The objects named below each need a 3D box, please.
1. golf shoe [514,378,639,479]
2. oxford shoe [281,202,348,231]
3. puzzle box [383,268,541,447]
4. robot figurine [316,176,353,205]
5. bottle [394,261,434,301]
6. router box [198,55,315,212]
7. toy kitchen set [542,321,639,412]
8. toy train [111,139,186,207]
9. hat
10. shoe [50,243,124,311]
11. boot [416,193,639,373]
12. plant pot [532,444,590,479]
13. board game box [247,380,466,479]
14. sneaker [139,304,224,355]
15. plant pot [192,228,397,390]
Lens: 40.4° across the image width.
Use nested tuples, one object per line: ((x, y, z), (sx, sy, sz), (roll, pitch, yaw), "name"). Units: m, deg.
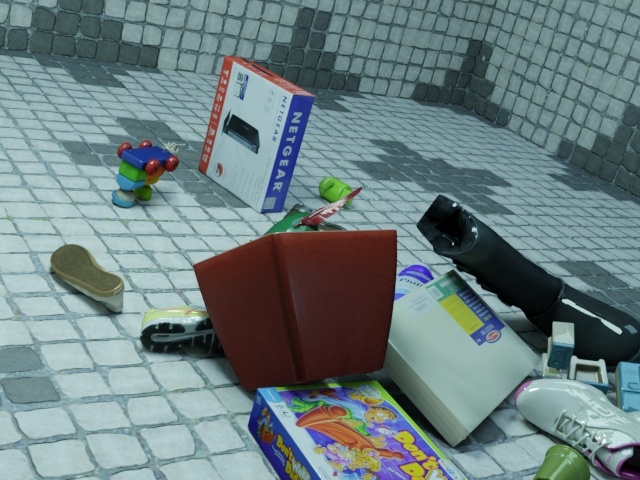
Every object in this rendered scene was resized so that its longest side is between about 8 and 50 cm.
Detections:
((0.499, 0.346, 1.574), (0.306, 0.115, 0.140), (20, 25, 12), "golf shoe")
((0.000, 0.000, 2.138), (0.227, 0.083, 0.096), (27, 46, 21), "oxford shoe")
((0.259, 0.210, 1.687), (0.272, 0.052, 0.409), (47, 30, 15), "puzzle box")
((0.043, -0.143, 2.504), (0.115, 0.067, 0.101), (30, 8, 33), "robot figurine")
((0.204, 0.125, 1.925), (0.118, 0.092, 0.283), (24, 22, 3), "bottle")
((-0.180, -0.287, 2.334), (0.082, 0.336, 0.301), (-5, 29, -44), "router box")
((0.553, 0.263, 1.727), (0.207, 0.166, 0.122), (6, 50, 7), "toy kitchen set")
((-0.417, -0.165, 2.151), (0.105, 0.143, 0.248), (31, 19, 14), "toy train")
((-0.046, -0.062, 2.023), (0.208, 0.184, 0.173), (13, 0, -20), "hat")
((-0.446, 0.072, 1.663), (0.076, 0.058, 0.219), (-38, 46, -26), "shoe")
((0.450, 0.090, 1.849), (0.445, 0.146, 0.367), (39, -8, -31), "boot")
((0.389, 0.394, 1.436), (0.083, 0.083, 0.079), (30, 39, 32), "plant pot")
((0.068, 0.346, 1.309), (0.233, 0.078, 0.347), (2, 25, -32), "board game box")
((-0.227, 0.151, 1.579), (0.208, 0.082, 0.094), (6, 21, -22), "sneaker")
((-0.029, 0.126, 1.493), (0.267, 0.236, 0.267), (-2, -11, -38), "plant pot")
